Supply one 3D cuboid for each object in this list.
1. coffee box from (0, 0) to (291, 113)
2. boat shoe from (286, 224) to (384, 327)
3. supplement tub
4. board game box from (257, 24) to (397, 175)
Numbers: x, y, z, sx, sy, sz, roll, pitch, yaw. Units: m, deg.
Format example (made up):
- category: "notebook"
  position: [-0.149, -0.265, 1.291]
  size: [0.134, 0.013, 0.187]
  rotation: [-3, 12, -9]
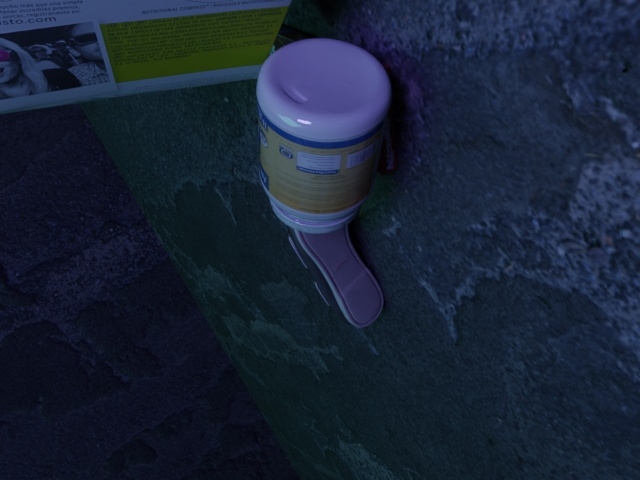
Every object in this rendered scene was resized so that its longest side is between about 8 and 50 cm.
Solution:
- category: "coffee box"
  position: [-0.217, -0.348, 0.538]
  size: [0.334, 0.338, 0.338]
  rotation: [142, 114, -69]
- category: "boat shoe"
  position: [0.000, 0.000, 0.968]
  size: [0.095, 0.112, 0.335]
  rotation: [17, 138, 51]
- category: "supplement tub"
  position: [-0.001, -0.114, 0.709]
  size: [0.144, 0.144, 0.200]
  rotation: [47, 154, 24]
- category: "board game box"
  position: [-0.006, -0.204, 0.826]
  size: [0.281, 0.027, 0.145]
  rotation: [36, 148, 41]
